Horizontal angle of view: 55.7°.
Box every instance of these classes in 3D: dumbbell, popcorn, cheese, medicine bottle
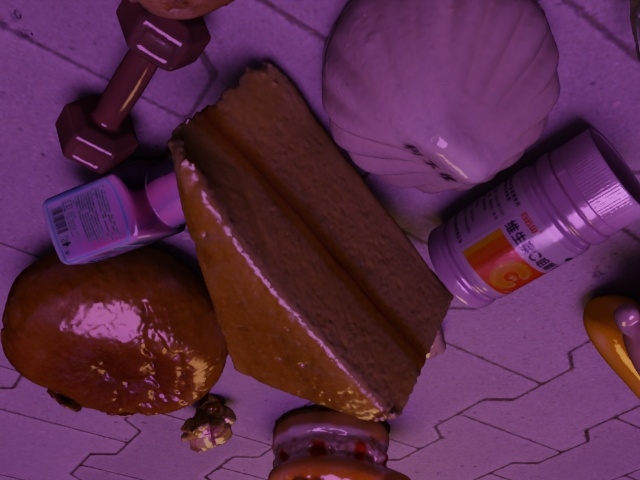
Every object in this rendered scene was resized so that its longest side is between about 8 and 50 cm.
[{"bbox_3d":[-0.209,-0.171,0.660,0.092,0.082,0.231,27,131,-27],"label":"dumbbell"},{"bbox_3d":[-0.230,0.375,1.234,0.089,0.097,0.109,40,98,-20],"label":"popcorn"},{"bbox_3d":[0.169,0.132,1.012,0.065,0.043,0.194,-16,133,10],"label":"cheese"},{"bbox_3d":[0.272,-0.022,0.781,0.133,0.133,0.250,33,127,-30],"label":"medicine bottle"},{"bbox_3d":[-0.233,-0.040,0.764,0.188,0.119,0.094,-18,90,18],"label":"medicine bottle"}]

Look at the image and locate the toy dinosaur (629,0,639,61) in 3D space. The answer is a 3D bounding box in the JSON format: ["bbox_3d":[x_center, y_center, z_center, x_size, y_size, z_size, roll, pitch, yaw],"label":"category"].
[{"bbox_3d":[0.321,-0.365,0.463,0.301,0.087,0.447,-26,133,16],"label":"toy dinosaur"}]

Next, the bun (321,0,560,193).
[{"bbox_3d":[0.127,-0.134,0.634,0.263,0.175,0.263,1,136,1],"label":"bun"}]

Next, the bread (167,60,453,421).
[{"bbox_3d":[0.000,0.000,0.700,0.245,0.233,0.361,13,139,25],"label":"bread"}]

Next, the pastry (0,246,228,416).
[{"bbox_3d":[-0.310,0.150,0.947,0.356,0.163,0.356,2,135,2],"label":"pastry"}]

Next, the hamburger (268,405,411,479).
[{"bbox_3d":[0.041,0.491,1.292,0.303,0.186,0.261,4,137,-7],"label":"hamburger"}]

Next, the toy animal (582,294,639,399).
[{"bbox_3d":[0.562,0.130,0.900,0.247,0.277,0.345,-41,140,1],"label":"toy animal"}]

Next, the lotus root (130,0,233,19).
[{"bbox_3d":[-0.072,-0.292,0.483,0.284,0.146,0.160,-27,130,22],"label":"lotus root"}]
